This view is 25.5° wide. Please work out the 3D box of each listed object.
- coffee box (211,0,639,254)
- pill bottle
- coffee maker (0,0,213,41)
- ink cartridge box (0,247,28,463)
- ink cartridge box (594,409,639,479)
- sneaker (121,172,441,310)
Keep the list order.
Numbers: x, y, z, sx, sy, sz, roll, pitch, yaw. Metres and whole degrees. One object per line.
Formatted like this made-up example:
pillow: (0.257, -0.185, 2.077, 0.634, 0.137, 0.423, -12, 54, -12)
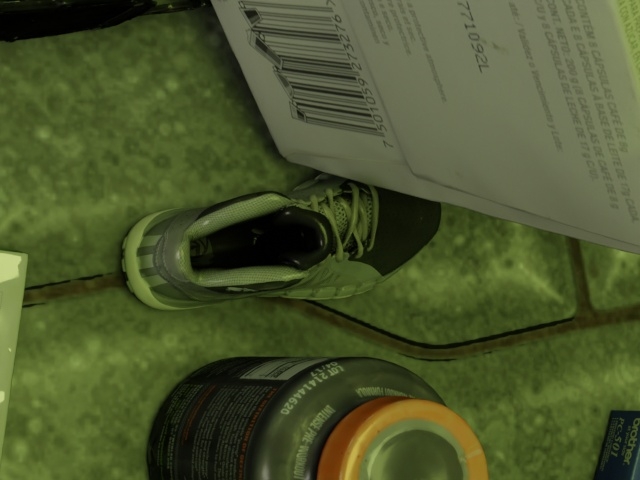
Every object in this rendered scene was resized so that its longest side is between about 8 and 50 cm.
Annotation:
coffee box: (0.136, -0.241, 0.802, 0.334, 0.338, 0.337, -39, 123, -25)
pill bottle: (-0.003, 0.131, 0.813, 0.130, 0.246, 0.130, 2, 85, -25)
coffee maker: (-0.170, -0.216, 0.849, 0.171, 0.120, 0.178, -12, 92, -55)
ink cartridge box: (-0.239, 0.103, 0.805, 0.109, 0.062, 0.209, 9, 82, -24)
ink cartridge box: (0.299, 0.205, 1.060, 0.207, 0.046, 0.097, 23, 76, -22)
sneaker: (0.000, 0.000, 0.888, 0.229, 0.132, 0.086, -14, 92, -25)
